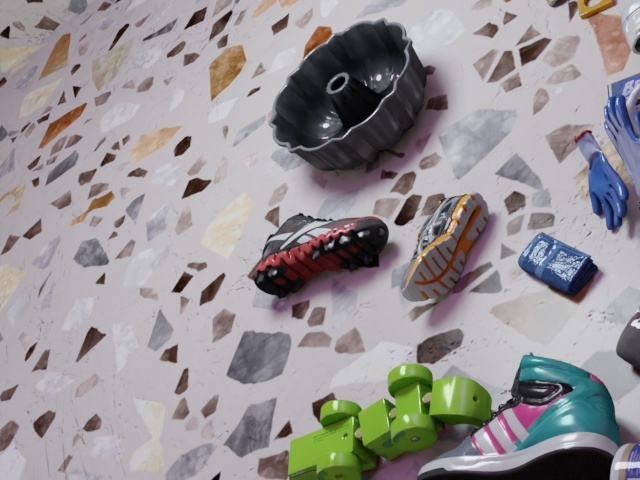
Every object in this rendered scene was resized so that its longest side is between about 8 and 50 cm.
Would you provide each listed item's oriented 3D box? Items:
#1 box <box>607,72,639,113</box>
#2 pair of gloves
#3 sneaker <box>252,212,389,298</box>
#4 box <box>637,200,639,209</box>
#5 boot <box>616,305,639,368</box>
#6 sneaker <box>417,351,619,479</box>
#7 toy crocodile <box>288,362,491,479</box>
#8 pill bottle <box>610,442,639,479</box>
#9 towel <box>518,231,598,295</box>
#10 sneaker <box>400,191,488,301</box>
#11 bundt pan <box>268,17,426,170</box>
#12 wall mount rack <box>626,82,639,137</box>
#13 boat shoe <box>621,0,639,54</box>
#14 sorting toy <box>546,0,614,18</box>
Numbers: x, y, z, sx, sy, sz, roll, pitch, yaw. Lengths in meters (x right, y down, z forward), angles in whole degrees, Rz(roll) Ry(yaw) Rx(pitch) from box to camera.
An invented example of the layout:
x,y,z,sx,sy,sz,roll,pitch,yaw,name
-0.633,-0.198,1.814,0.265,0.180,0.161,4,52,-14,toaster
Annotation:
x,y,z,sx,sy,sz,roll,pitch,yaw,name
0.528,-0.232,1.547,0.169,0.054,0.059,-20,44,31,box
0.418,-0.110,1.439,0.023,0.198,0.159,-14,72,-13,pair of gloves
0.000,0.000,1.804,0.276,0.098,0.135,-23,45,30,sneaker
0.545,0.010,1.212,0.257,0.079,0.322,-26,28,18,box
0.494,0.117,1.254,0.189,0.076,0.208,-45,30,-2,boot
0.258,0.239,1.319,0.296,0.124,0.178,-24,33,40,sneaker
0.089,0.279,1.472,0.341,0.105,0.115,-31,38,27,toy crocodile
0.429,0.278,1.122,0.187,0.112,0.112,-11,49,37,pill bottle
0.346,0.033,1.497,0.067,0.029,0.119,-50,37,-4,towel
0.188,0.012,1.633,0.083,0.084,0.215,7,52,49,sneaker
0.066,-0.267,1.967,0.331,0.124,0.330,-25,42,25,bundt pan
0.584,-0.261,1.399,0.350,0.130,0.304,-25,66,25,wall mount rack
0.598,-0.378,1.583,0.268,0.096,0.088,-24,46,29,boat shoe
0.483,-0.542,1.882,0.196,0.047,0.347,-30,40,20,sorting toy
